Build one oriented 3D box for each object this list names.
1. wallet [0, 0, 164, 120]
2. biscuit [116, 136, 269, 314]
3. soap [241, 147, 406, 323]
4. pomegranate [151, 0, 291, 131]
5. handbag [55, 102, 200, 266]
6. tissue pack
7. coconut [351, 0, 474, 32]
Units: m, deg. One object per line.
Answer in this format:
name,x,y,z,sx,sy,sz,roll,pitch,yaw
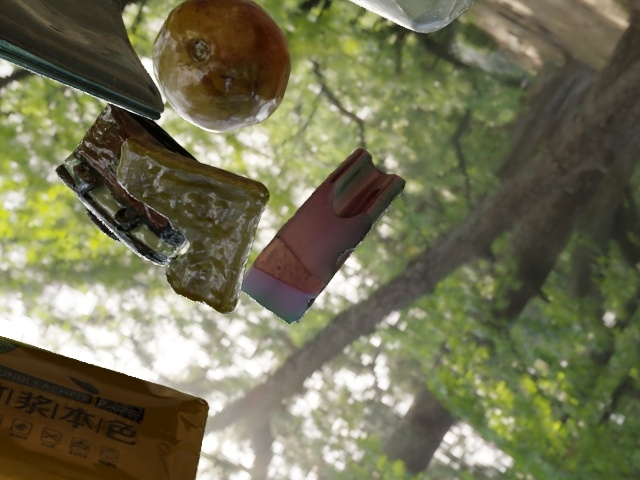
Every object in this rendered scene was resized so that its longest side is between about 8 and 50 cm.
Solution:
wallet,-0.311,-0.249,1.349,0.251,0.054,0.290,17,-158,-36
biscuit,-0.153,-0.014,1.369,0.174,0.183,0.039,16,-151,5
soap,0.000,0.000,1.831,0.109,0.193,0.324,37,-150,2
pomegranate,-0.180,-0.323,2.216,0.264,0.264,0.264,28,-169,-6
handbag,-0.292,-0.085,1.932,0.254,0.181,0.181,41,-172,16
tissue pack,-0.349,0.282,1.458,0.382,0.228,0.293,18,-155,-8
coconut,0.164,-0.507,2.044,0.298,0.309,0.297,-12,175,-1
